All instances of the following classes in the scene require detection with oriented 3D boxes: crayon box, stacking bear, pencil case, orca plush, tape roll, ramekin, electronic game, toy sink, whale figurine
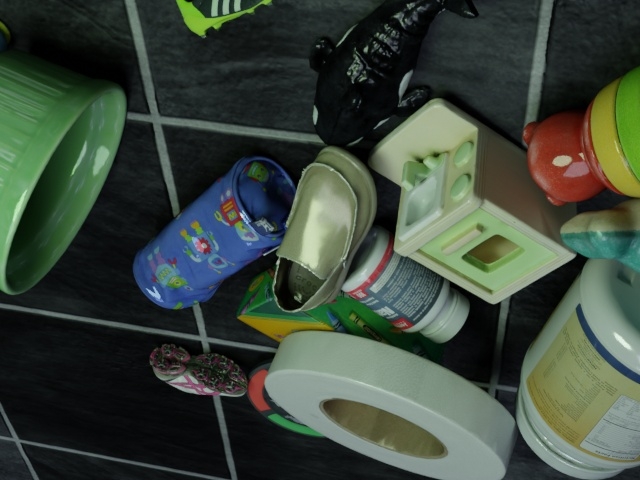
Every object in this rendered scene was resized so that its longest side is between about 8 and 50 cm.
[{"bbox_3d":[0.030,0.134,1.529,0.278,0.081,0.165,31,155,-15],"label":"crayon box"},{"bbox_3d":[0.360,-0.118,1.109,0.289,0.164,0.175,-16,107,46],"label":"stacking bear"},{"bbox_3d":[-0.146,-0.001,1.440,0.133,0.119,0.306,51,134,-4],"label":"pencil case"},{"bbox_3d":[0.071,-0.184,1.174,0.151,0.102,0.287,38,135,-23],"label":"orca plush"},{"bbox_3d":[0.103,0.258,1.529,0.392,0.072,0.392,20,157,9],"label":"tape roll"},{"bbox_3d":[-0.387,-0.096,1.294,0.148,0.303,0.303,27,139,1],"label":"ramekin"},{"bbox_3d":[-0.021,0.277,1.763,0.229,0.048,0.229,10,139,9],"label":"electronic game"},{"bbox_3d":[0.183,-0.041,1.257,0.234,0.131,0.153,30,138,-22],"label":"toy sink"},{"bbox_3d":[0.422,0.011,1.170,0.272,0.141,0.216,-3,180,-14],"label":"whale figurine"}]

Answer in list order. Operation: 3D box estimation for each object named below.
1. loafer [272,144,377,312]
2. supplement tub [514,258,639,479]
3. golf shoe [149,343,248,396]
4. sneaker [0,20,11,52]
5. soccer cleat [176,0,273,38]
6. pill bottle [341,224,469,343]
[{"bbox_3d":[0.000,0.000,1.307,0.102,0.092,0.268,27,132,18],"label":"loafer"},{"bbox_3d":[0.405,0.165,1.351,0.228,0.228,0.316,18,140,0],"label":"supplement tub"},{"bbox_3d":[-0.207,0.238,1.775,0.186,0.067,0.086,15,147,19],"label":"golf shoe"},{"bbox_3d":[-0.503,-0.235,1.337,0.209,0.082,0.069,-13,133,33],"label":"sneaker"},{"bbox_3d":[-0.096,-0.292,1.149,0.179,0.060,0.072,-18,116,34],"label":"soccer cleat"},{"bbox_3d":[0.120,0.068,1.434,0.180,0.108,0.108,35,137,-19],"label":"pill bottle"}]
